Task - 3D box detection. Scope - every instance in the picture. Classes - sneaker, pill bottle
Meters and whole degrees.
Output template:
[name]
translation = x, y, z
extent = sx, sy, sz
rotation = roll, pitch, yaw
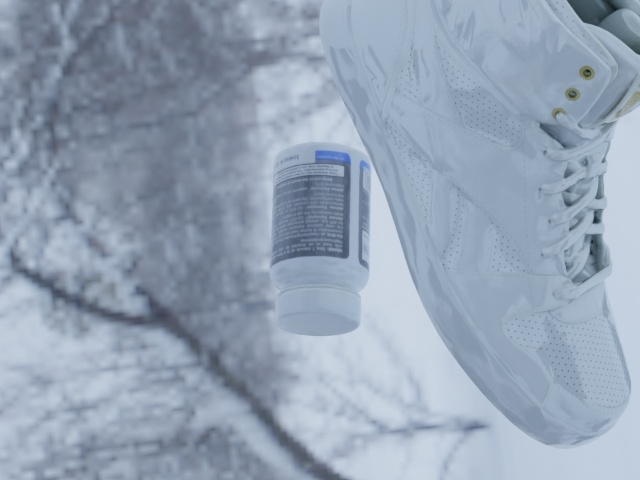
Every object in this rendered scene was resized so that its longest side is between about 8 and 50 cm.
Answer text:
[sneaker]
translation = 0.127, -0.035, 1.036
extent = 0.108, 0.169, 0.292
rotation = -31, -85, -49
[pill bottle]
translation = 0.000, 0.000, 1.492
extent = 0.078, 0.078, 0.137
rotation = 94, 179, -71
